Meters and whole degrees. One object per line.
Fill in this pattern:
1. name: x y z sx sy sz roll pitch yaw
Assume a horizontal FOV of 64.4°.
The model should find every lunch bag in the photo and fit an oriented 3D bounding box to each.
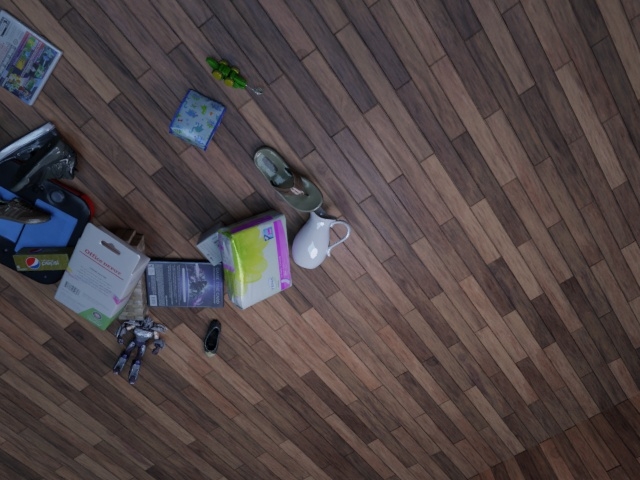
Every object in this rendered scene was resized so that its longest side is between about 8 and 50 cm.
1. lunch bag: -0.380 -0.375 1.571 0.129 0.096 0.151 25 83 -15

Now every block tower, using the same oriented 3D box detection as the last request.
1. block tower: -0.672 0.132 1.804 0.091 0.097 0.335 3 117 -4

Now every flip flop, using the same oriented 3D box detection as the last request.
1. flip flop: -0.110 -0.195 1.657 0.112 0.080 0.277 -43 98 9

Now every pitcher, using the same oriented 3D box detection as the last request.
1. pitcher: 0.000 0.000 1.746 0.178 0.125 0.207 27 110 19

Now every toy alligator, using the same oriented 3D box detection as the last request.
1. toy alligator: -0.267 -0.488 1.547 0.190 0.056 0.051 29 153 -18

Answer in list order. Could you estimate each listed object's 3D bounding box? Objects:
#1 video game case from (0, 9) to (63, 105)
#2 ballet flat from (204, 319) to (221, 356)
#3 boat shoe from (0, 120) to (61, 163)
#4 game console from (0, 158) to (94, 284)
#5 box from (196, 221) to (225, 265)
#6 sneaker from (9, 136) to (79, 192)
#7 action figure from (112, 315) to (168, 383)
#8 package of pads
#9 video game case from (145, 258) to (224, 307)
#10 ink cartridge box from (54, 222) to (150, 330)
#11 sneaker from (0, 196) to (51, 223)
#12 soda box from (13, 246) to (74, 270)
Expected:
1. video game case: -0.894 -0.536 1.501 0.184 0.023 0.201 36 108 -18
2. ballet flat: -0.421 0.384 1.966 0.058 0.049 0.173 11 115 -8
3. boat shoe: -0.918 -0.286 1.587 0.229 0.080 0.076 -33 121 -5
4. game console: -0.983 -0.057 1.712 0.342 0.060 0.386 29 111 -17
5. box: -0.357 0.011 1.764 0.102 0.087 0.101 -31 115 12
6. sneaker: -0.856 -0.211 1.596 0.228 0.087 0.130 -41 141 1
7. action figure: -0.694 0.400 1.935 0.186 0.099 0.284 25 109 -9
8. package of pads: -0.221 0.067 1.736 0.229 0.101 0.296 -24 122 -34
9. video game case: -0.493 0.159 1.859 0.275 0.026 0.195 1 116 -8
10. ink cartridge box: -0.706 0.100 1.669 0.207 0.119 0.353 35 117 -3
11. sneaker: -0.968 -0.100 1.634 0.189 0.066 0.071 7 112 -2
12. soda box: -0.924 0.061 1.711 0.182 0.058 0.061 -2 116 -1
